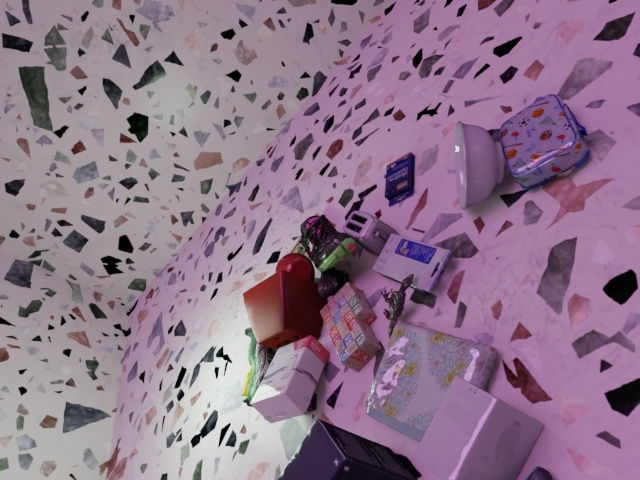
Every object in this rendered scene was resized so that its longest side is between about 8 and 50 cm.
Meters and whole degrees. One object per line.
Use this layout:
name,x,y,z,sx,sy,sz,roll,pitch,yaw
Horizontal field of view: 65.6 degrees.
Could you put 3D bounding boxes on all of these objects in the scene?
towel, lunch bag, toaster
towel,0.312,0.424,1.480,0.374,0.090,0.321,6,68,56
lunch bag,0.709,-0.313,1.578,0.243,0.115,0.304,-31,39,32
toaster,0.193,-0.036,2.004,0.129,0.146,0.227,-57,31,-1

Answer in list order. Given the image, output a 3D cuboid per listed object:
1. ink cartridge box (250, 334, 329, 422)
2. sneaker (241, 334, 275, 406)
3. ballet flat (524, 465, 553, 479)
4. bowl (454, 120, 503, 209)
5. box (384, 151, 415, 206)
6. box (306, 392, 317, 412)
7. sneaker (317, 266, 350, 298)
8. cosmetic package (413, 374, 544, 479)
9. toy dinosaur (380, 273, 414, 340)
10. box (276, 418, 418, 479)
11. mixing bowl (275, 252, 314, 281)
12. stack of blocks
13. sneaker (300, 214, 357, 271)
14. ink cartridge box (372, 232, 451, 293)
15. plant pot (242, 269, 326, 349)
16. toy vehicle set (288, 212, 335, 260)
ink cartridge box,-0.111,0.519,1.869,0.207,0.117,0.283,-29,20,36
sneaker,-0.224,0.529,2.112,0.146,0.134,0.344,-17,57,38
ballet flat,0.459,0.609,1.129,0.203,0.074,0.074,-51,32,5
bowl,0.534,-0.256,1.669,0.133,0.298,0.298,-4,51,11
box,0.338,-0.261,2.116,0.136,0.036,0.226,-27,44,40
box,-0.060,0.606,1.862,0.083,0.052,0.062,-30,40,36
sneaker,0.065,0.153,2.080,0.130,0.087,0.228,-16,24,13
cosmetic package,0.382,0.483,1.198,0.138,0.224,0.225,19,78,58
toy dinosaur,0.253,0.235,1.713,0.118,0.063,0.269,-157,77,-68
box,0.045,0.720,1.364,0.343,0.312,0.179,-57,31,-1
mixing bowl,-0.098,0.134,2.148,0.182,0.181,0.098,-67,11,-16
stack of blocks,0.119,0.314,1.845,0.171,0.087,0.297,-48,32,14
sneaker,0.000,0.000,2.066,0.185,0.202,0.482,-36,12,-12
ink cartridge box,0.334,0.084,1.780,0.166,0.065,0.332,-60,30,-4
plant pot,-0.142,0.312,2.066,0.267,0.267,0.236,-32,48,34
toy vehicle set,-0.047,0.004,2.404,0.267,0.035,0.166,-57,31,1
